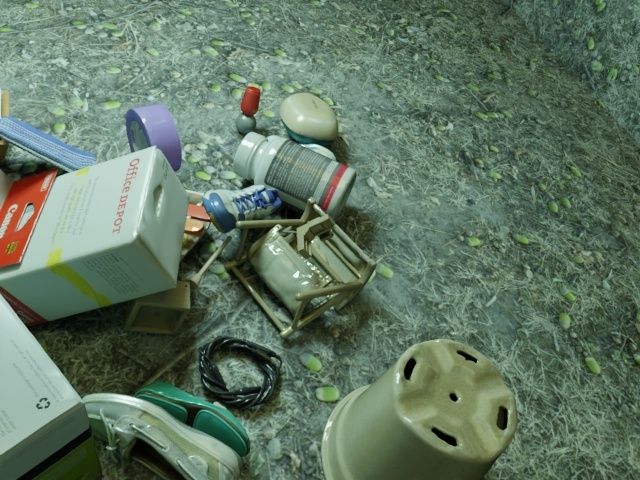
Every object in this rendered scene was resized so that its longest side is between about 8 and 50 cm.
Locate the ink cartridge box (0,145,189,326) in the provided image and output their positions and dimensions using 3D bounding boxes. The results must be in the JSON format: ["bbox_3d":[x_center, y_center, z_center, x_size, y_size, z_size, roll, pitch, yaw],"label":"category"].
[{"bbox_3d":[-0.485,-0.005,1.115,0.385,0.160,0.279,-15,47,11],"label":"ink cartridge box"}]

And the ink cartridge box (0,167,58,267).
[{"bbox_3d":[-0.677,-0.043,1.079,0.239,0.060,0.275,-16,47,13],"label":"ink cartridge box"}]

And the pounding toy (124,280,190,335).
[{"bbox_3d":[-0.367,0.138,1.171,0.130,0.141,0.100,12,45,-27],"label":"pounding toy"}]

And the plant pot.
[{"bbox_3d":[0.198,0.354,1.014,0.334,0.305,0.333,9,46,-10],"label":"plant pot"}]

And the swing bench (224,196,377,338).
[{"bbox_3d":[-0.049,0.058,1.312,0.255,0.165,0.253,-21,57,-38],"label":"swing bench"}]

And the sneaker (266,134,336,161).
[{"bbox_3d":[-0.066,-0.245,1.642,0.229,0.087,0.092,11,55,1],"label":"sneaker"}]

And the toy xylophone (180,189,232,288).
[{"bbox_3d":[-0.353,0.001,1.286,0.236,0.081,0.322,7,42,13],"label":"toy xylophone"}]

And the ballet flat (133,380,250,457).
[{"bbox_3d":[-0.239,0.336,1.051,0.247,0.083,0.087,22,16,4],"label":"ballet flat"}]

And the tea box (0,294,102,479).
[{"bbox_3d":[-0.539,0.270,0.845,0.329,0.323,0.220,42,51,20],"label":"tea box"}]

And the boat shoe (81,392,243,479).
[{"bbox_3d":[-0.300,0.377,0.971,0.320,0.118,0.103,28,42,-1],"label":"boat shoe"}]

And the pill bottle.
[{"bbox_3d":[-0.075,-0.179,1.506,0.319,0.176,0.176,25,46,6],"label":"pill bottle"}]

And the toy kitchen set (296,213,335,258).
[{"bbox_3d":[0.000,0.000,1.225,0.083,0.068,0.075,-25,43,20],"label":"toy kitchen set"}]

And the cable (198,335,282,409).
[{"bbox_3d":[-0.181,0.277,1.153,0.185,0.047,0.150,24,51,1],"label":"cable"}]

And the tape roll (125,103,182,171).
[{"bbox_3d":[-0.452,-0.270,1.462,0.080,0.189,0.189,-21,58,-33],"label":"tape roll"}]

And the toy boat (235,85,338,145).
[{"bbox_3d":[-0.105,-0.385,1.721,0.318,0.148,0.267,10,33,-15],"label":"toy boat"}]

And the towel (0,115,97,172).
[{"bbox_3d":[-0.636,-0.220,1.283,0.243,0.040,0.336,28,1,-32],"label":"towel"}]

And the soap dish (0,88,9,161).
[{"bbox_3d":[-0.953,-0.292,1.375,0.291,0.118,0.229,-7,51,-23],"label":"soap dish"}]

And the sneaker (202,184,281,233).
[{"bbox_3d":[-0.186,-0.096,1.330,0.111,0.131,0.296,66,13,-3],"label":"sneaker"}]
